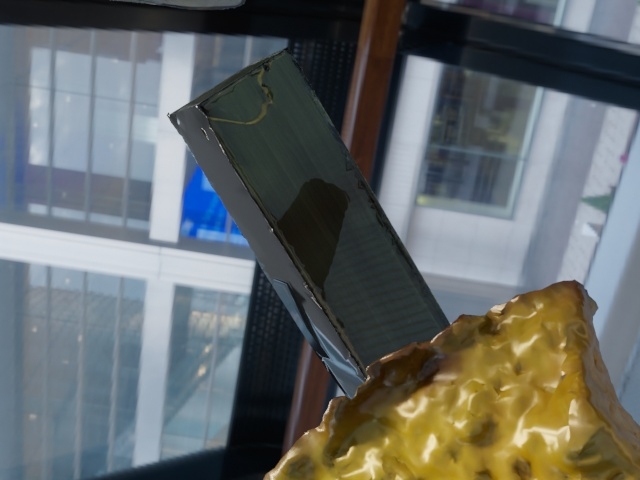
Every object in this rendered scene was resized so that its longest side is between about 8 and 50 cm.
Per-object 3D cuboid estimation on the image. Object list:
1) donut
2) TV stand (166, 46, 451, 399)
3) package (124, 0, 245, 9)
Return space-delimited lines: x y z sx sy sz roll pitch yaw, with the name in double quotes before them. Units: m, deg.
"donut" -0.030 0.217 0.400 0.163 0.435 0.377 59 166 25
"TV stand" 0.000 0.000 0.632 0.269 0.083 0.088 59 163 -14
"package" -0.124 -0.270 0.749 0.239 0.154 0.030 137 138 -70
